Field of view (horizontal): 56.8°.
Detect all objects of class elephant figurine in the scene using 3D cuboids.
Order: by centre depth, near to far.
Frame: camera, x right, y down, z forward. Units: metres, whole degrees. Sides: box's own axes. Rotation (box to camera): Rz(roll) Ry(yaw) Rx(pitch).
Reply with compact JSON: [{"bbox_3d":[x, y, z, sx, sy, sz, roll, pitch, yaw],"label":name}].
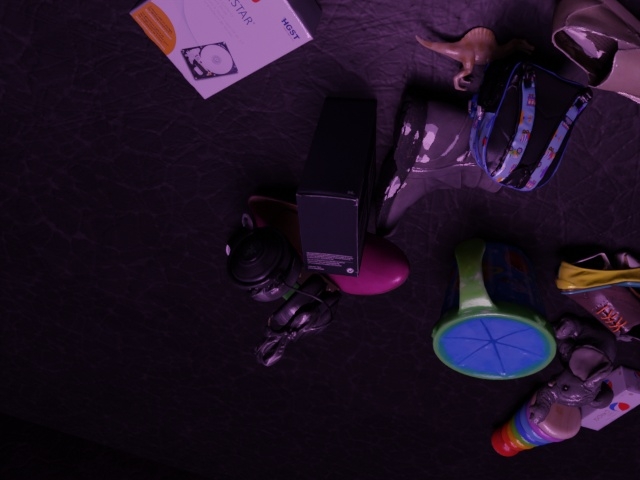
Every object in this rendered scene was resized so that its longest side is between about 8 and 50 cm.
[{"bbox_3d":[0.587,0.307,1.336,0.169,0.239,0.186,29,136,-17],"label":"elephant figurine"}]

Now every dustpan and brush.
[{"bbox_3d":[-0.150,-0.002,1.328,0.147,0.060,0.211,7,138,7],"label":"dustpan and brush"}]

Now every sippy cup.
[{"bbox_3d":[0.354,0.131,1.219,0.240,0.224,0.305,14,138,1],"label":"sippy cup"}]

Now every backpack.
[{"bbox_3d":[0.296,-0.169,0.890,0.158,0.117,0.173,11,104,-25],"label":"backpack"}]

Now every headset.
[{"bbox_3d":[-0.083,0.106,1.112,0.243,0.185,0.394,47,174,-18],"label":"headset"}]

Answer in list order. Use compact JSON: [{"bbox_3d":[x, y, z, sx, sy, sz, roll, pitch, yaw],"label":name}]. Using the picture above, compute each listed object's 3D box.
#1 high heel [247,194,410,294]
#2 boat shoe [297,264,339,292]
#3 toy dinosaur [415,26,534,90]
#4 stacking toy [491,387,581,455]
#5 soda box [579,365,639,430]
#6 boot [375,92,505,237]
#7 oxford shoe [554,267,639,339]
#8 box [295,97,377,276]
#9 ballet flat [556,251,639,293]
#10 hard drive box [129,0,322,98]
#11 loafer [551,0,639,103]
[{"bbox_3d":[0.000,0.000,1.141,0.181,0.127,0.377,39,164,-36],"label":"high heel"},{"bbox_3d":[-0.046,0.087,1.407,0.190,0.068,0.072,11,173,-10],"label":"boat shoe"},{"bbox_3d":[0.236,-0.289,0.936,0.183,0.053,0.093,2,123,1],"label":"toy dinosaur"},{"bbox_3d":[0.585,0.537,1.676,0.141,0.141,0.330,17,142,-4],"label":"stacking toy"},{"bbox_3d":[0.747,0.411,1.531,0.069,0.074,0.216,16,138,-5],"label":"soda box"},{"bbox_3d":[0.226,-0.108,1.083,0.222,0.118,0.338,8,144,-3],"label":"boot"},{"bbox_3d":[0.621,0.140,1.251,0.271,0.098,0.097,22,137,-10],"label":"oxford shoe"},{"bbox_3d":[0.036,-0.097,1.026,0.103,0.261,0.184,7,137,7],"label":"box"},{"bbox_3d":[0.586,0.062,1.188,0.231,0.077,0.077,-4,176,-4],"label":"ballet flat"},{"bbox_3d":[-0.145,-0.356,0.922,0.232,0.089,0.181,-20,129,31],"label":"hard drive box"},{"bbox_3d":[0.429,-0.245,0.830,0.268,0.092,0.102,38,165,6],"label":"loafer"}]
